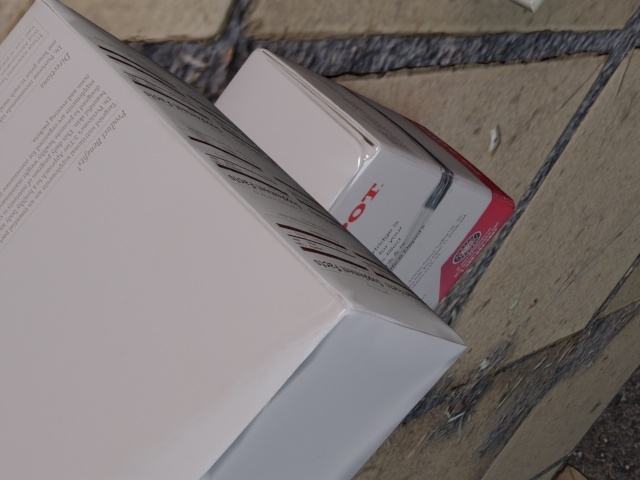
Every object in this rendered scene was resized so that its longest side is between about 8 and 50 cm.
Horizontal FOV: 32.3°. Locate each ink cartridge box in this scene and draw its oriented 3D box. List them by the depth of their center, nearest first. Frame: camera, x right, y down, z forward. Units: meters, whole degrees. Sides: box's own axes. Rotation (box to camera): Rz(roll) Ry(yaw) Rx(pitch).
[{"bbox_3d":[0.000,0.000,0.682,0.172,0.100,0.237,-52,155,13],"label":"ink cartridge box"}]

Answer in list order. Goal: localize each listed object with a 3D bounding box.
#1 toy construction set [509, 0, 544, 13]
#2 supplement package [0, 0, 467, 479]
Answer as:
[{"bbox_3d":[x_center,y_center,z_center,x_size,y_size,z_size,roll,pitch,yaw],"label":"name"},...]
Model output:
[{"bbox_3d":[0.144,-0.237,0.494,0.327,0.151,0.215,59,52,-72],"label":"toy construction set"},{"bbox_3d":[-0.085,0.043,0.494,0.194,0.203,0.149,-49,155,8],"label":"supplement package"}]
